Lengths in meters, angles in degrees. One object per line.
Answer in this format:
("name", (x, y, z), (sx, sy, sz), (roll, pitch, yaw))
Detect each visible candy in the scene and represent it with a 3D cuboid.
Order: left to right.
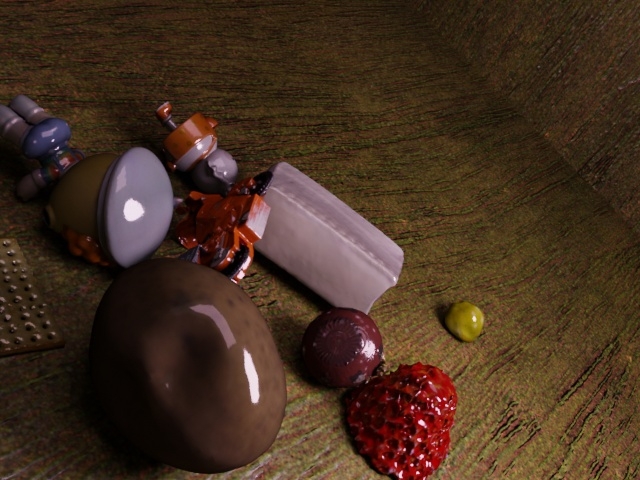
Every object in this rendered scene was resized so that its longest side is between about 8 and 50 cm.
("candy", (-0.001, 0.001, 1.756), (0.358, 0.145, 0.208), (36, 20, -4))

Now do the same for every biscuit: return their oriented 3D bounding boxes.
("biscuit", (-0.508, 0.084, 1.331), (0.139, 0.016, 0.231), (-4, 53, -47))

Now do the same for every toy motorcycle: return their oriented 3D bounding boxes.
("toy motorcycle", (-0.193, 0.002, 1.544), (0.148, 0.221, 0.326), (46, 34, -25))

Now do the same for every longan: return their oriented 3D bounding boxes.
("longan", (-0.200, 0.189, 1.271), (0.288, 0.288, 0.350), (-16, 66, -51))

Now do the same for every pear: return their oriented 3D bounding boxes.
("pear", (0.335, 0.186, 1.935), (0.092, 0.092, 0.097), (-17, 103, -51))

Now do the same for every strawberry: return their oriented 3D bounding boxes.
("strawberry", (0.182, 0.323, 1.552), (0.234, 0.178, 0.234), (21, 44, -22))

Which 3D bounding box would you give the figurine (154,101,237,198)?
("figurine", (-0.259, -0.172, 1.782), (0.143, 0.143, 0.271), (-29, 96, -54))

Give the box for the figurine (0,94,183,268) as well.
("figurine", (-0.433, -0.114, 1.474), (0.382, 0.205, 0.224), (32, 42, -5))

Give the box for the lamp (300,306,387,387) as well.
("lamp", (0.043, 0.208, 1.594), (0.135, 0.156, 0.157), (63, 14, -67))
